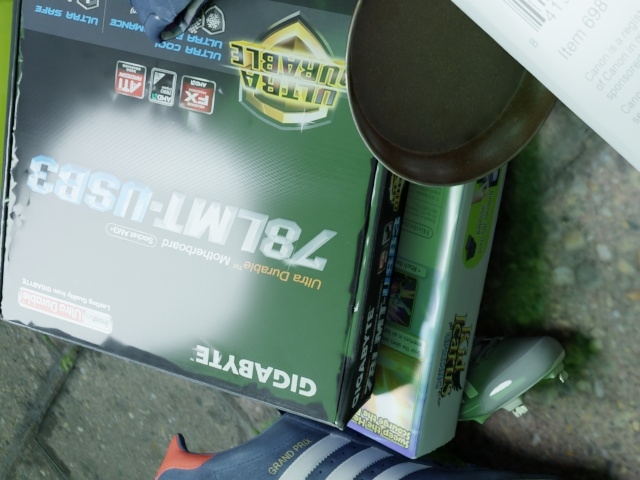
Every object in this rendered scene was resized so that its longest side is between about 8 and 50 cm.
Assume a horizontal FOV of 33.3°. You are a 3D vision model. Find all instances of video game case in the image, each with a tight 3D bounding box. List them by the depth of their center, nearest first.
[{"bbox_3d":[0.000,0.000,0.823,0.269,0.061,0.244,21,111,35],"label":"video game case"}]

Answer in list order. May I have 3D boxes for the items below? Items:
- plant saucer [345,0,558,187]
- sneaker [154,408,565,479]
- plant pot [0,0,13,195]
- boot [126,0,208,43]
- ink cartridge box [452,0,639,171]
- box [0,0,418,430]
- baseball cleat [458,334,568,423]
[{"bbox_3d":[0.080,-0.116,0.639,0.029,0.168,0.169,32,140,54],"label":"plant saucer"},{"bbox_3d":[0.030,0.194,0.867,0.349,0.148,0.131,-3,134,1],"label":"sneaker"},{"bbox_3d":[-0.419,-0.161,0.998,0.228,0.207,0.227,41,129,41],"label":"plant pot"},{"bbox_3d":[-0.082,-0.184,0.606,0.086,0.069,0.190,56,159,-1],"label":"boot"},{"bbox_3d":[0.124,-0.262,0.480,0.385,0.160,0.279,45,141,10],"label":"ink cartridge box"},{"bbox_3d":[-0.085,-0.049,0.750,0.295,0.073,0.294,16,107,20],"label":"box"},{"bbox_3d":[0.098,0.096,0.842,0.109,0.072,0.206,54,141,0],"label":"baseball cleat"}]
